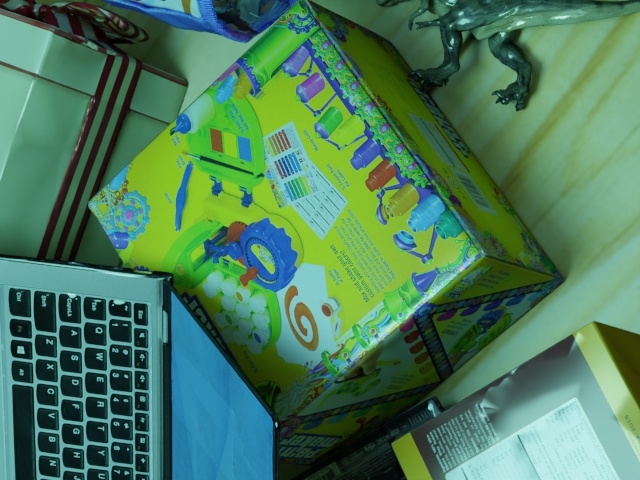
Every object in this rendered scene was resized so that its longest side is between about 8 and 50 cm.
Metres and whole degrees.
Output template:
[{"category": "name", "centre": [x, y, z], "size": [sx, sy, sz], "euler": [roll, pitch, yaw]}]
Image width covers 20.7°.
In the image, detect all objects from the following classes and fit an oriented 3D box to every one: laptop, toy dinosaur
[{"category": "laptop", "centre": [-0.208, 0.236, 1.448], "size": [0.408, 0.236, 0.382], "euler": [7, 112, 11]}, {"category": "toy dinosaur", "centre": [0.147, -0.184, 1.556], "size": [0.268, 0.064, 0.118], "euler": [13, 82, 27]}]

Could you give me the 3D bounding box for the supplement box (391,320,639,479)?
[{"category": "supplement box", "centre": [0.197, 0.175, 1.391], "size": [0.194, 0.191, 0.129], "euler": [-33, 67, 20]}]

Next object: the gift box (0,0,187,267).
[{"category": "gift box", "centre": [-0.302, -0.118, 1.679], "size": [0.255, 0.276, 0.258], "euler": [20, 90, 25]}]

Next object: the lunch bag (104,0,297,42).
[{"category": "lunch bag", "centre": [-0.109, -0.387, 1.577], "size": [0.328, 0.239, 0.385], "euler": [23, 95, 44]}]

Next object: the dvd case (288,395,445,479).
[{"category": "dvd case", "centre": [0.084, 0.270, 1.512], "size": [0.164, 0.018, 0.221], "euler": [-32, 77, 14]}]

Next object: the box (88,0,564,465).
[{"category": "box", "centre": [0.000, 0.000, 1.539], "size": [0.279, 0.177, 0.290], "euler": [-41, 65, 18]}]
